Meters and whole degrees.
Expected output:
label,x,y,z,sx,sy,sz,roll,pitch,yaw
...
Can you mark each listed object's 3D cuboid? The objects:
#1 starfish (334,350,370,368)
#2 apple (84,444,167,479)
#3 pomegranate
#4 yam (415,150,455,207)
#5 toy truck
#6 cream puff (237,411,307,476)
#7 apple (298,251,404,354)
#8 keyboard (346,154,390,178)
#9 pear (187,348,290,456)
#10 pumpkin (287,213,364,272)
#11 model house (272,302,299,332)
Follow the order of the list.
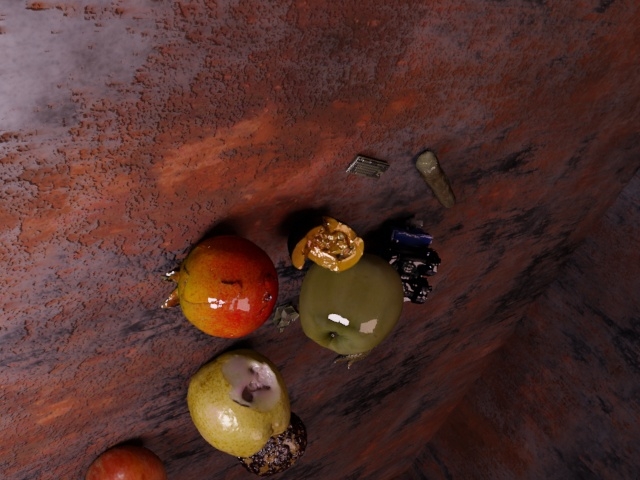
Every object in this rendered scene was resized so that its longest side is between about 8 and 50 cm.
label,x,y,z,sx,sy,sz,roll,pitch,yaw
starfish,0.145,0.354,2.398,0.208,0.053,0.176,-48,161,26
apple,-0.503,0.630,1.885,0.209,0.164,0.209,-27,149,-18
pomegranate,-0.198,0.093,1.461,0.235,0.210,0.210,-6,149,5
yam,0.299,-0.150,1.850,0.061,0.061,0.274,-43,152,4
toy truck,0.216,0.056,1.945,0.161,0.177,0.213,9,121,-9
cream puff,-0.152,0.656,2.337,0.239,0.165,0.239,-29,152,-17
apple,0.070,0.145,1.776,0.262,0.262,0.262,-29,150,-19
keyboard,0.109,-0.165,1.648,0.129,0.015,0.049,6,128,-53
pear,-0.203,0.414,1.851,0.271,0.271,0.271,-29,150,-19
pumpkin,0.000,0.000,1.648,0.183,0.108,0.119,11,116,-35
model house,-0.082,0.193,1.884,0.058,0.057,0.083,-12,139,-34
